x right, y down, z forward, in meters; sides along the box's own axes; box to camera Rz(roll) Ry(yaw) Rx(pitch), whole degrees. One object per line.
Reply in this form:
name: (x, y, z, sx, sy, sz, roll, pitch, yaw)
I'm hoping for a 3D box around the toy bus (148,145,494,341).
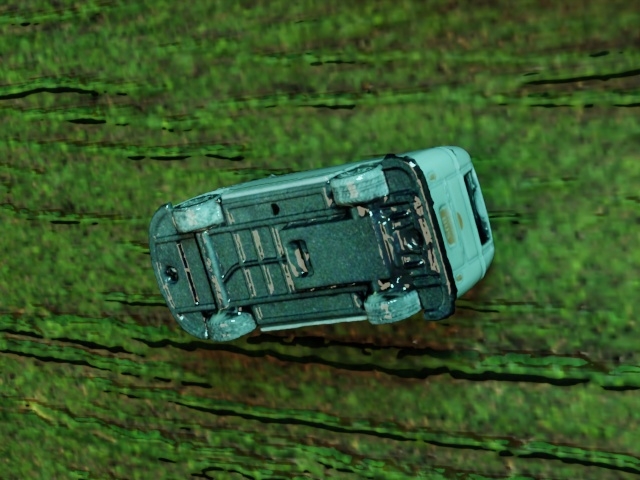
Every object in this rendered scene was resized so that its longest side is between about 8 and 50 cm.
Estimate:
toy bus: (0.000, 0.000, 0.882, 0.194, 0.089, 0.087, -9, 102, 38)
